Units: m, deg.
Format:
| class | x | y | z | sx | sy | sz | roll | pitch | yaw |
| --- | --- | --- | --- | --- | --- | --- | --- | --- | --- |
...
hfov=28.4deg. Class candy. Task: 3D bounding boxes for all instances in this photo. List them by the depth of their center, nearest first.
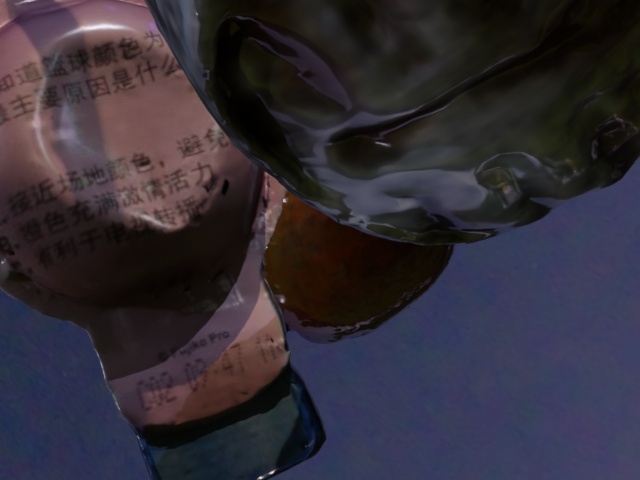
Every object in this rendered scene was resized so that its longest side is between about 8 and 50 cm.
| class | x | y | z | sx | sy | sz | roll | pitch | yaw |
| --- | --- | --- | --- | --- | --- | --- | --- | --- | --- |
| candy | 0.050 | -0.107 | 0.537 | 0.214 | 0.157 | 0.289 | -41 | -39 | 13 |

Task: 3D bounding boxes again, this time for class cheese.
| class | x | y | z | sx | sy | sz | roll | pitch | yaw |
| --- | --- | --- | --- | --- | --- | --- | --- | --- | --- |
| cheese | -0.089 | -0.010 | 0.634 | 0.189 | 0.074 | 0.286 | -23 | -96 | -23 |

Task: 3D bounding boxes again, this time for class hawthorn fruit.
| class | x | y | z | sx | sy | sz | roll | pitch | yaw |
| --- | --- | --- | --- | --- | --- | --- | --- | --- | --- |
| hawthorn fruit | 0.000 | 0.000 | 1.430 | 0.277 | 0.277 | 0.298 | 27 | -89 | -32 |
